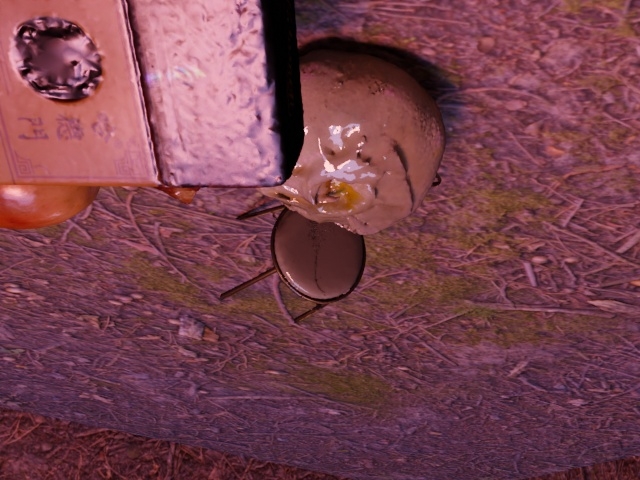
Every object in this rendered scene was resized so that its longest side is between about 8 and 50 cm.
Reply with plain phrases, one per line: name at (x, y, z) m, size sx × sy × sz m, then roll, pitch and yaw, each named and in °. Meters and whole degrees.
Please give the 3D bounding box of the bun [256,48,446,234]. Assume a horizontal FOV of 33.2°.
bun at (0.019, -0.100, 1.186) m, size 0.239 × 0.141 × 0.239 m, roll 7°, pitch 143°, yaw 5°

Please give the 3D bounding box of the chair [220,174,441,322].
chair at (0.000, 0.000, 1.432) m, size 0.160 × 0.170 × 0.326 m, roll 21°, pitch 158°, yaw -25°

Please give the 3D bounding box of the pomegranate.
pomegranate at (-0.338, -0.102, 1.245) m, size 0.191 × 0.191 × 0.191 m, roll 5°, pitch 156°, yaw 2°

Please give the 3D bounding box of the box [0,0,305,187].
box at (-0.227, -0.185, 0.967) m, size 0.416 × 0.115 × 0.264 m, roll 2°, pitch 122°, yaw 11°

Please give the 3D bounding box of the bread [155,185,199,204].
bread at (-0.205, -0.105, 1.353) m, size 0.136 × 0.054 × 0.154 m, roll 10°, pitch 150°, yaw -13°
